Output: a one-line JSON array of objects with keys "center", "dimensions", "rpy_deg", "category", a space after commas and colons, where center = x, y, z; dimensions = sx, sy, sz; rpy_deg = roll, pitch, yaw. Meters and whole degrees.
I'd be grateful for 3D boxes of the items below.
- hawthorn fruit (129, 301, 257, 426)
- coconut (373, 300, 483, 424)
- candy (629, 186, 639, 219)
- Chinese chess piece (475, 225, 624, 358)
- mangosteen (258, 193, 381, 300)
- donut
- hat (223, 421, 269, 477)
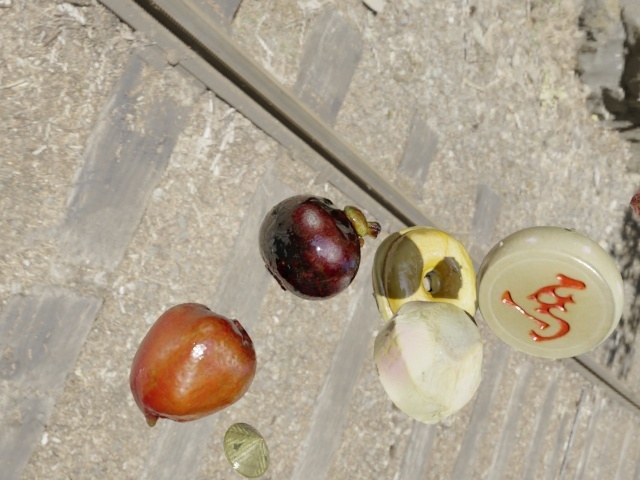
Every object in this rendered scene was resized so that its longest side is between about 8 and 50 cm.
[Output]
[{"center": [-0.317, 0.296, 1.438], "dimensions": [0.311, 0.295, 0.295], "rpy_deg": [-20, 113, -25], "category": "hawthorn fruit"}, {"center": [0.229, 0.261, 1.267], "dimensions": [0.259, 0.259, 0.259], "rpy_deg": [-12, 106, -45], "category": "coconut"}, {"center": [0.853, -0.075, 1.451], "dimensions": [0.365, 0.124, 0.124], "rpy_deg": [-30, 122, -64], "category": "candy"}, {"center": [0.435, 0.101, 1.124], "dimensions": [0.102, 0.273, 0.273], "rpy_deg": [-45, 129, -51], "category": "Chinese chess piece"}, {"center": [-0.016, 0.007, 1.530], "dimensions": [0.293, 0.297, 0.297], "rpy_deg": [-45, 138, 15], "category": "mangosteen"}, {"center": [0.377, 0.161, 2.104], "dimensions": [0.449, 0.198, 0.449], "rpy_deg": [5, 76, -20], "category": "donut"}, {"center": [-0.164, 0.510, 1.457], "dimensions": [0.146, 0.067, 0.146], "rpy_deg": [36, 29, -24], "category": "hat"}]
